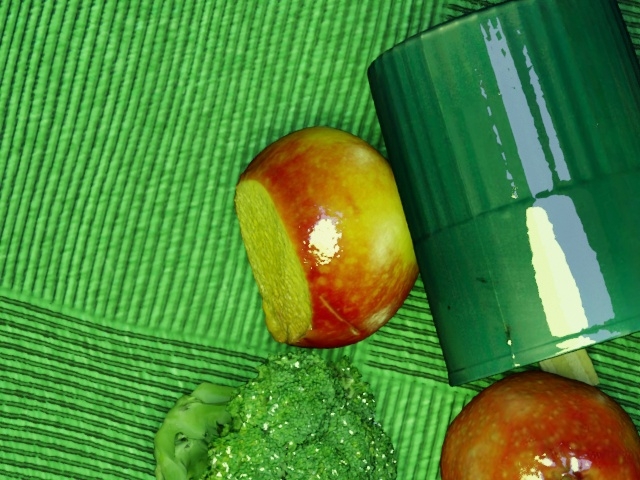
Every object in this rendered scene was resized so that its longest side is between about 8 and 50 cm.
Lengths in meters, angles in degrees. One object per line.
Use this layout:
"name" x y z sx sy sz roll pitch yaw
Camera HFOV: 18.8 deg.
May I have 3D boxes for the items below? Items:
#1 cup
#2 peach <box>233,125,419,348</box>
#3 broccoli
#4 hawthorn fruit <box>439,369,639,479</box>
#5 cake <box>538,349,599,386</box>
"cup" 0.210 -0.054 1.659 0.307 0.242 0.292 -16 85 -25
"peach" 0.000 0.000 1.748 0.190 0.190 0.192 36 84 2
"broccoli" -0.048 0.222 1.726 0.241 0.261 0.269 32 115 27
"hawthorn fruit" 0.204 0.213 1.713 0.196 0.225 0.197 0 89 -7
"cake" 0.221 0.095 1.820 0.052 0.065 0.121 -30 110 -2
